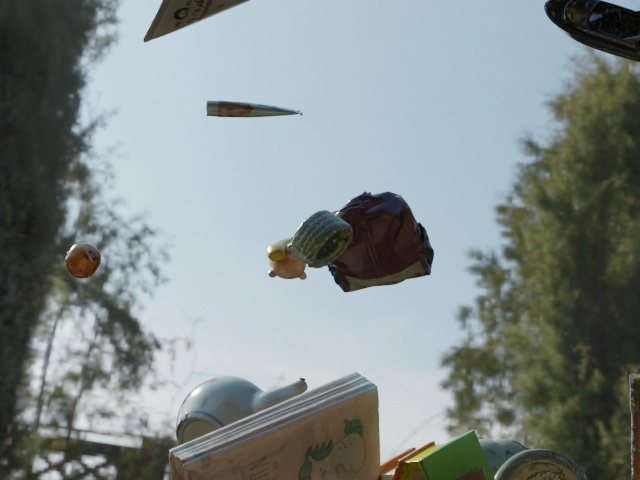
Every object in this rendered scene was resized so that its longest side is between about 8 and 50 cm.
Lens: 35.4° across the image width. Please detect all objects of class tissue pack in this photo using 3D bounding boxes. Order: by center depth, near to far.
[{"bbox_3d":[-0.056,0.318,1.421,0.325,0.170,0.071,-18,26,-33],"label":"tissue pack"}]

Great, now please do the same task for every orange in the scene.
[{"bbox_3d":[-0.539,0.046,2.272,0.084,0.083,0.083,6,-20,2],"label":"orange"}]

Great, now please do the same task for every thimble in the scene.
[{"bbox_3d":[0.000,0.000,1.738,0.062,0.110,0.084,36,-28,30],"label":"thimble"}]

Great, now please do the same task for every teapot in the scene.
[{"bbox_3d":[-0.203,0.439,2.391,0.424,0.252,0.280,-34,-5,32],"label":"teapot"}]

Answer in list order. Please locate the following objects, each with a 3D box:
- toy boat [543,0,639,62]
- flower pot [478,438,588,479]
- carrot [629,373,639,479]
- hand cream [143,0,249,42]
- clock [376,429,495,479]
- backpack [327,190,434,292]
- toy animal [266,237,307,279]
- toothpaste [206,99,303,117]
[{"bbox_3d":[0.557,-0.426,1.970,0.246,0.093,0.103,22,-14,12],"label":"toy boat"},{"bbox_3d":[0.346,0.502,1.802,0.308,0.307,0.244,12,-23,-14],"label":"flower pot"},{"bbox_3d":[0.736,0.442,2.198,0.114,0.301,0.114,-3,5,0],"label":"carrot"},{"bbox_3d":[-0.194,-0.454,1.794,0.089,0.314,0.139,47,-42,7],"label":"hand cream"},{"bbox_3d":[0.167,0.425,1.553,0.106,0.219,0.255,-21,-3,-32],"label":"clock"},{"bbox_3d":[0.130,-0.010,2.590,0.283,0.197,0.317,-18,-37,8],"label":"backpack"},{"bbox_3d":[-0.051,0.037,1.981,0.114,0.082,0.091,-10,13,-4],"label":"toy animal"},{"bbox_3d":[-0.141,-0.279,2.147,0.205,0.036,0.056,1,16,-9],"label":"toothpaste"}]
